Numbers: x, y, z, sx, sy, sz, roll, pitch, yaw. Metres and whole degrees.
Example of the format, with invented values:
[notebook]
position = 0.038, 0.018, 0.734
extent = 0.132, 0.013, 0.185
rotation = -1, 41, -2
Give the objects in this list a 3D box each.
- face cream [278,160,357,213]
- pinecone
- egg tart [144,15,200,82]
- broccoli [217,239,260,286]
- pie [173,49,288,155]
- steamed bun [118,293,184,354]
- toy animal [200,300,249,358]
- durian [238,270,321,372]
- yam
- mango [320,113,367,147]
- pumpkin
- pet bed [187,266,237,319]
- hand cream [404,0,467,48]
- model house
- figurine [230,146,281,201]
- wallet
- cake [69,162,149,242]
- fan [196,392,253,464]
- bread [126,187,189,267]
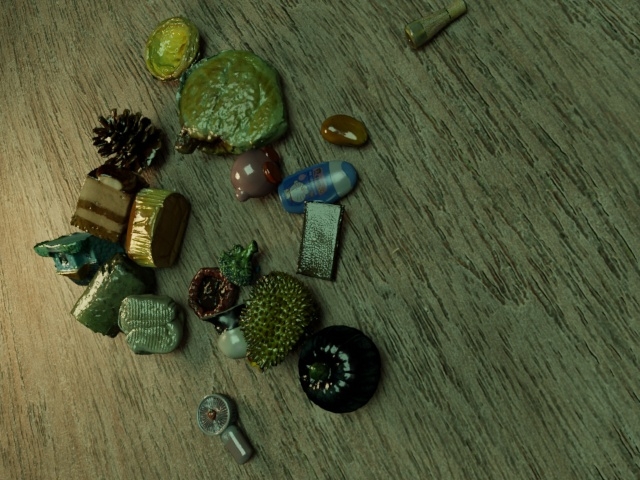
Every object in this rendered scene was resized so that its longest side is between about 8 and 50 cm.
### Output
[face cream]
position = -0.004, -0.176, 1.652
extent = 0.264, 0.083, 0.149
rotation = -19, 82, 19
[pinecone]
position = -0.751, -0.392, 1.956
extent = 0.264, 0.264, 0.264
rotation = -6, 76, 23
[egg tart]
position = -0.589, -0.763, 2.051
extent = 0.279, 0.095, 0.278
rotation = -3, 83, 23
[broccoli]
position = -0.259, 0.071, 1.683
extent = 0.154, 0.167, 0.160
rotation = 45, 99, 1
[pie]
position = -0.310, -0.484, 1.816
extent = 0.418, 0.180, 0.395
rotation = -5, 77, 16
[steamed bun]
position = -0.588, 0.294, 1.786
extent = 0.218, 0.144, 0.211
rotation = -2, 85, -6
[toy animal]
position = -0.280, 0.298, 1.646
extent = 0.166, 0.138, 0.179
rotation = -27, 77, 10
[durian]
position = -0.129, 0.234, 1.513
extent = 0.258, 0.258, 0.293
rotation = 9, 39, 26
[yam]
position = -0.750, 0.196, 1.853
extent = 0.195, 0.195, 0.300
rotation = 40, 98, 26
[mango]
position = 0.081, -0.354, 1.658
extent = 0.159, 0.084, 0.105
rotation = 23, 72, 7
[pumpkin]
position = 0.034, 0.359, 1.426
extent = 0.248, 0.248, 0.247
rotation = -6, 76, 23
[pet bed]
position = -0.378, 0.184, 1.759
extent = 0.201, 0.053, 0.201
rotation = -6, 78, 30
[hand cream]
position = 0.369, -0.696, 1.606
extent = 0.203, 0.084, 0.084
rotation = -31, 67, 10
[model house]
position = -0.923, 0.094, 1.960
extent = 0.261, 0.226, 0.241
rotation = -4, 106, 26
[figurine]
position = -0.222, -0.222, 1.717
extent = 0.173, 0.173, 0.173
rotation = -6, 76, 23
[wallet]
position = 0.000, 0.000, 1.611
extent = 0.133, 0.039, 0.243
rotation = 8, 95, 18
[cake]
position = -0.766, -0.167, 1.868
extent = 0.196, 0.198, 0.293
rotation = 25, 115, -7
[fan]
position = -0.300, 0.599, 1.619
extent = 0.130, 0.074, 0.244
rotation = -47, 65, 8
[bread]
position = -0.598, -0.044, 1.828
extent = 0.156, 0.204, 0.288
rotation = 7, 87, 19
